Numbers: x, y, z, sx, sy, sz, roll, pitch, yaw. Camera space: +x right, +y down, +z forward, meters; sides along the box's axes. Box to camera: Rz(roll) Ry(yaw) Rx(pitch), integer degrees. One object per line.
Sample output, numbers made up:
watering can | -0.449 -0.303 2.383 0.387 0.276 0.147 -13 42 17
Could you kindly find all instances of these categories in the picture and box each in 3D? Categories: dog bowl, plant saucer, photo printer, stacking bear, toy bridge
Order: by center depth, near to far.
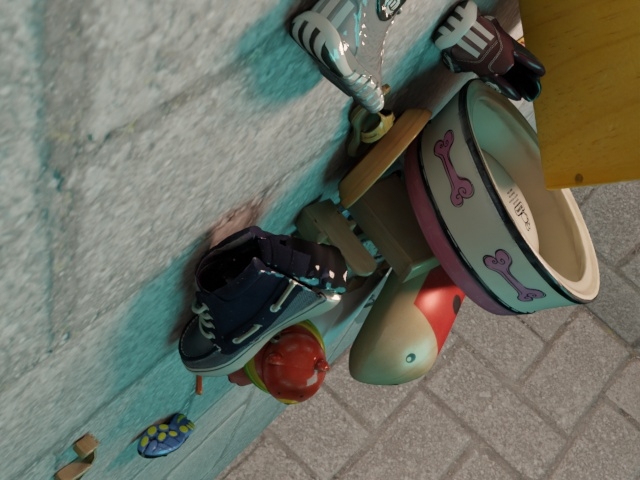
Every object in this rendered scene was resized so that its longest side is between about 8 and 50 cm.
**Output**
plant saucer | 0.092 -0.133 1.262 0.200 0.037 0.200 -49 -177 4
toy bridge | -0.387 0.363 1.286 0.188 0.026 0.063 -55 168 33
dog bowl | 0.295 -0.056 1.361 0.150 0.408 0.408 -30 178 29
stacking bear | -0.062 0.210 1.445 0.289 0.175 0.164 175 -69 -79
photo printer | 0.047 0.117 1.858 0.256 0.107 0.308 -41 167 -40

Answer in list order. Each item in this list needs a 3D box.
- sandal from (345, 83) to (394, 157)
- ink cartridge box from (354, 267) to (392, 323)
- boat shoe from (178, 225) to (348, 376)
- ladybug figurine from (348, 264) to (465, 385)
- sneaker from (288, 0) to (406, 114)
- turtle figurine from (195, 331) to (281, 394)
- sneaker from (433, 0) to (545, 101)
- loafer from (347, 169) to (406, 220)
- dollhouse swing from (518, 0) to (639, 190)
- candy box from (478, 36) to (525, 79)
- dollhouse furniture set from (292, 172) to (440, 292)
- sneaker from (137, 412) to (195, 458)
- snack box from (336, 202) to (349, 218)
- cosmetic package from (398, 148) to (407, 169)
sandal | 0.076 -0.163 1.163 0.072 0.049 0.180 -44 168 -19
ink cartridge box | 0.154 0.115 2.058 0.176 0.127 0.128 -19 -168 45
boat shoe | -0.132 0.083 1.127 0.158 0.127 0.340 21 137 -38
ladybug figurine | 0.204 0.131 1.721 0.449 0.161 0.305 -58 173 -41
sneaker | 0.057 -0.214 0.836 0.132 0.086 0.228 -51 168 5
turtle figurine | -0.094 0.128 1.304 0.217 0.087 0.269 -51 -178 37
sneaker | 0.271 -0.266 1.252 0.106 0.162 0.281 -51 168 19
loafer | 0.106 -0.087 1.542 0.148 0.056 0.050 -35 128 -22
dollhouse swing | 0.496 -0.281 1.347 0.304 0.347 0.315 -14 -174 -44
candy box | 0.391 -0.354 1.688 0.186 0.053 0.109 -39 166 -43
dollhouse furniture set | 0.067 0.073 1.465 0.303 0.174 0.356 -21 154 -36
sneaker | -0.305 0.397 1.604 0.078 0.067 0.188 -55 171 7
snack box | 0.000 0.000 1.507 0.064 0.022 0.178 -31 160 -53
cosmetic package | 0.301 -0.059 1.685 0.097 0.285 0.377 -26 173 18
